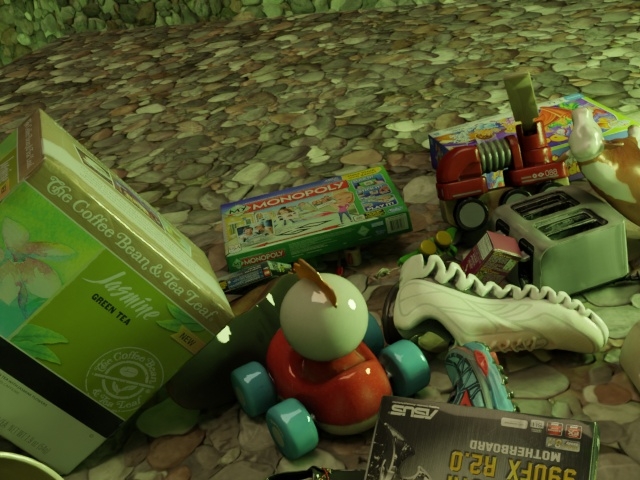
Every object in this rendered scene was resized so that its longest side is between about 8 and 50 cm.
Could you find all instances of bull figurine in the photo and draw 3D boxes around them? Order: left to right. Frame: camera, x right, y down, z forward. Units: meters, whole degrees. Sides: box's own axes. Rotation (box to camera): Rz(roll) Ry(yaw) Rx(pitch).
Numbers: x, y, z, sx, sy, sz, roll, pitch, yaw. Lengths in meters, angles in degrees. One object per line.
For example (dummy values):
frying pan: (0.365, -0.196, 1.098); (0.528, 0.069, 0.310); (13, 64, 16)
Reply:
bull figurine: (0.497, -0.099, 1.348); (0.101, 0.310, 0.188); (-44, 6, 37)

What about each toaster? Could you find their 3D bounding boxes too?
toaster: (0.374, 0.006, 1.327); (0.186, 0.110, 0.168); (-17, 29, -9)

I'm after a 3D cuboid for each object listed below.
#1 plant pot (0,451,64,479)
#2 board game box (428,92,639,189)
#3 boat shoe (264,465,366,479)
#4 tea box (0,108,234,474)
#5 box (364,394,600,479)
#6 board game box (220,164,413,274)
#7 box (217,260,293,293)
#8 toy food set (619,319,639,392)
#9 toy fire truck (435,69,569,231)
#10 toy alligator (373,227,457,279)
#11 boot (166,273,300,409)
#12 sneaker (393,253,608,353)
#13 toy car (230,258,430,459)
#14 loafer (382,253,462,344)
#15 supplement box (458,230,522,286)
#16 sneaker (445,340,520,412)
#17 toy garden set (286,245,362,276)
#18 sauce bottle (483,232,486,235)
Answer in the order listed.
plant pot: (-0.416, 0.346, 0.873); (0.274, 0.256, 0.256); (-11, 23, 37)
board game box: (0.422, -0.187, 1.710); (0.347, 0.078, 0.233); (-16, 28, -10)
boat shoe: (-0.002, 0.290, 1.010); (0.133, 0.042, 0.049); (-9, 26, 1)
tea box: (-0.354, 0.068, 1.134); (0.323, 0.329, 0.220); (-44, 31, 3)
box: (0.160, 0.266, 0.884); (0.231, 0.056, 0.183); (4, 64, 25)
board game box: (-0.016, -0.040, 1.529); (0.318, 0.046, 0.213); (-14, 28, -2)
box: (-0.105, 0.062, 1.395); (0.094, 0.027, 0.137); (-19, -8, 12)
toy food set: (0.544, 0.159, 1.028); (0.306, 0.092, 0.219); (-7, 16, 5)
toy fire truck: (0.304, -0.152, 1.464); (0.217, 0.246, 0.158); (-11, 6, 0)
toy alligator: (0.170, 0.036, 1.417); (0.190, 0.056, 0.051); (-29, 73, -31)
boot: (-0.138, 0.155, 1.276); (0.115, 0.112, 0.305); (-15, 16, 38)
sneaker: (0.240, 0.116, 1.175); (0.292, 0.110, 0.118); (14, 60, 13)
toy car: (-0.002, 0.116, 1.124); (0.219, 0.237, 0.210); (-23, 30, -23)
loafer: (0.170, 0.085, 1.287); (0.078, 0.080, 0.220); (11, 35, 37)
supplement box: (0.252, 0.033, 1.281); (0.055, 0.083, 0.043); (15, 40, -24)
sneaker: (0.172, 0.214, 1.024); (0.125, 0.104, 0.261); (-13, 27, 0)
toy garden set: (0.000, 0.000, 1.543); (0.204, 0.049, 0.244); (-1, 29, 19)
sauce bottle: (0.341, -0.009, 1.446); (0.128, 0.042, 0.042); (-12, 28, 3)
